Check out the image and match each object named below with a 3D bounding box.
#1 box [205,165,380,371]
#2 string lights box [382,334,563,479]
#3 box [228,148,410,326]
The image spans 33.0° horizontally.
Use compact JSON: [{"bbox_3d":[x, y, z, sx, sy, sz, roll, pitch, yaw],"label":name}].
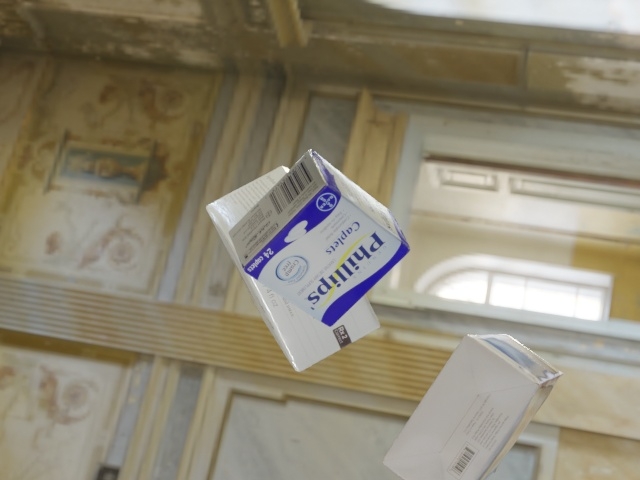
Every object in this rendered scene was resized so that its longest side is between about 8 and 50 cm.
[{"bbox_3d":[-0.036,0.030,1.328,0.181,0.119,0.182,64,173,-25],"label":"box"},{"bbox_3d":[0.151,0.162,1.009,0.133,0.077,0.260,-57,-16,5],"label":"string lights box"},{"bbox_3d":[0.000,0.000,1.112,0.137,0.126,0.072,35,-163,-36],"label":"box"}]
